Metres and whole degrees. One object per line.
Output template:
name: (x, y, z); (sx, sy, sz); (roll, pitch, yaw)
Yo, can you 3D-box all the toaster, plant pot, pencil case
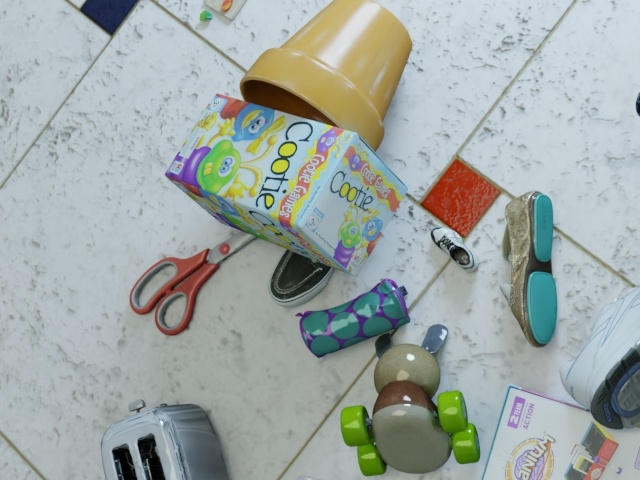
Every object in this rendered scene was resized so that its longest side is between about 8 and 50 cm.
toaster: (-0.209, 0.328, 1.588); (0.129, 0.146, 0.227); (-22, 73, 16)
plant pot: (0.025, -0.228, 1.600); (0.205, 0.205, 0.188); (28, 75, 23)
pencil case: (0.046, 0.104, 1.584); (0.151, 0.064, 0.070); (-24, 88, 14)

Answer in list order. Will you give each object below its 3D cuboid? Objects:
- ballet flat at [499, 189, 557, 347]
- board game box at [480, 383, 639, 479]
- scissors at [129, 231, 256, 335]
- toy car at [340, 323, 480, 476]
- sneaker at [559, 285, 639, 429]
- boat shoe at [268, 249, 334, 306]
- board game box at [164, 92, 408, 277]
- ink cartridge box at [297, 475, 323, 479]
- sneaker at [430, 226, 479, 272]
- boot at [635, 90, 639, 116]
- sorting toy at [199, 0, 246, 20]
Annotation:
ballet flat: (0.269, 0.039, 1.525); (0.067, 0.073, 0.206); (-10, 71, 46)
board game box: (0.351, 0.336, 1.425); (0.316, 0.064, 0.242); (16, 85, 22)
scissors: (-0.159, 0.015, 1.699); (0.297, 0.021, 0.109); (-46, 66, 8)
toy car: (0.118, 0.195, 1.529); (0.155, 0.149, 0.188); (-10, 47, 14)
sneaker: (0.405, 0.092, 1.429); (0.297, 0.111, 0.129); (-42, 26, -10)
boat shoe: (0.000, 0.000, 1.618); (0.078, 0.070, 0.219); (44, 96, 22)
board game box: (-0.049, -0.078, 1.556); (0.275, 0.144, 0.142); (21, 75, 42)
ink cartridge box: (-0.011, 0.410, 1.544); (0.104, 0.061, 0.181); (8, 82, 21)
sneaker: (0.179, 0.008, 1.570); (0.083, 0.037, 0.032); (42, 97, 24)
boot: (0.494, -0.098, 1.384); (0.246, 0.207, 0.094); (30, 90, 22)
sorting toy: (-0.150, -0.362, 1.777); (0.062, 0.012, 0.083); (35, 92, 22)
